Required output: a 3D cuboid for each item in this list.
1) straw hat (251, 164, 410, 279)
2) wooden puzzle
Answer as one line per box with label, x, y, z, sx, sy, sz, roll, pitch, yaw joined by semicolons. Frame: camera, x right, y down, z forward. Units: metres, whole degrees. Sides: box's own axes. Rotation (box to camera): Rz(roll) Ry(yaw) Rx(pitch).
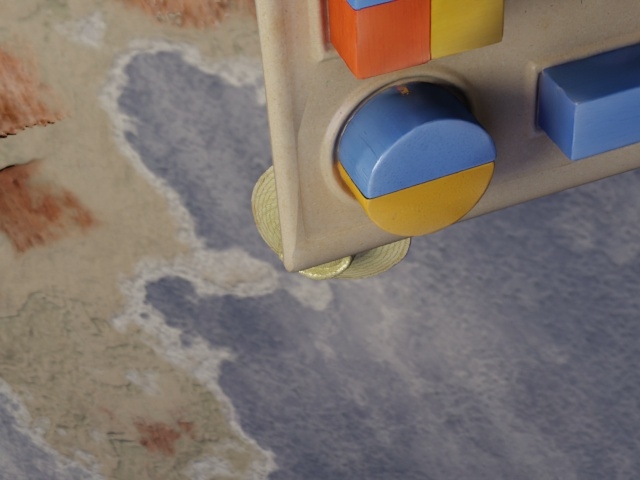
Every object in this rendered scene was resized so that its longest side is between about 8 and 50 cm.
straw hat;0.000;0.000;1.091;0.145;0.061;0.144;11;132;12
wooden puzzle;0.124;-0.126;0.797;0.322;0.080;0.347;-17;137;-14
